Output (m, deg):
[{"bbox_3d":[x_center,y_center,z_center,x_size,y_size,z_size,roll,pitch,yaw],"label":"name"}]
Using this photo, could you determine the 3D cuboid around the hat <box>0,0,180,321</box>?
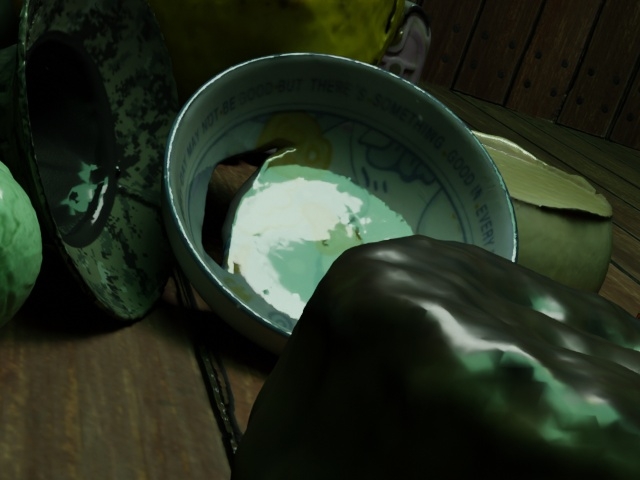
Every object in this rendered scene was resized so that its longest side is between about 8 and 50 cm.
[{"bbox_3d":[-0.193,-0.065,0.827,0.128,0.265,0.265,-12,6,16],"label":"hat"}]

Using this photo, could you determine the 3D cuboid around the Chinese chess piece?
[{"bbox_3d":[0.124,-0.028,1.183,0.338,0.140,0.338,18,16,-5],"label":"Chinese chess piece"}]

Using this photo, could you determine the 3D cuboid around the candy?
[{"bbox_3d":[-0.341,-0.045,0.736,0.440,0.119,0.119,20,12,32],"label":"candy"}]

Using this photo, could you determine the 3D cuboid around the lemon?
[{"bbox_3d":[-0.103,-0.247,1.074,0.350,0.349,0.387,11,10,-30],"label":"lemon"}]

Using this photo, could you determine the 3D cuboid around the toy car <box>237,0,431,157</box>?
[{"bbox_3d":[-0.063,-0.222,1.475,0.336,0.242,0.226,8,15,-34],"label":"toy car"}]

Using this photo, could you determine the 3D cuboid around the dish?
[{"bbox_3d":[0.000,0.000,0.917,0.273,0.134,0.273,11,53,-15],"label":"dish"}]

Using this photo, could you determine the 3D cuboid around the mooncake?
[{"bbox_3d":[0.107,0.113,0.573,0.290,0.161,0.290,20,13,-5],"label":"mooncake"}]

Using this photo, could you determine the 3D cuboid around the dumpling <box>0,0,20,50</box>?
[{"bbox_3d":[-0.377,-0.197,1.102,0.205,0.293,0.163,-10,59,2],"label":"dumpling"}]

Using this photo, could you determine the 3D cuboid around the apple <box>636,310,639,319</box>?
[{"bbox_3d":[0.345,0.093,1.160,0.084,0.071,0.084,26,12,-6],"label":"apple"}]
